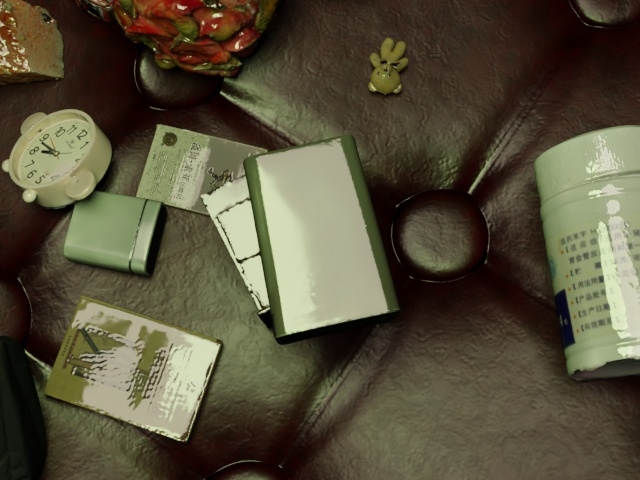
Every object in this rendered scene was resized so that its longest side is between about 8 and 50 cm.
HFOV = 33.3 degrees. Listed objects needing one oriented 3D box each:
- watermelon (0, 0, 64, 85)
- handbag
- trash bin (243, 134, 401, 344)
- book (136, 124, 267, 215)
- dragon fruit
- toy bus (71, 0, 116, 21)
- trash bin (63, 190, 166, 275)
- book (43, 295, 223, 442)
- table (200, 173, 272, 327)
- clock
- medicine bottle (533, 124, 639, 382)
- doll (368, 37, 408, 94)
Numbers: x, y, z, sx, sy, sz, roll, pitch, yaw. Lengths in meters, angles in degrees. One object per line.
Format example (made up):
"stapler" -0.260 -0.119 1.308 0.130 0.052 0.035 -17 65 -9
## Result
"watermelon" -0.535 -0.323 1.709 0.257 0.140 0.192 9 83 -2
"handbag" -0.545 0.213 1.496 0.302 0.178 0.275 1 110 5
"trash bin" 0.000 0.000 1.399 0.164 0.122 0.240 -11 80 -1
"book" -0.186 -0.104 1.667 0.182 0.014 0.127 14 78 7
"dragon fruit" -0.201 -0.380 1.621 0.296 0.262 0.314 30 38 35
"toy bus" -0.310 -0.464 1.747 0.096 0.073 0.235 35 79 5
"trash bin" -0.311 -0.013 1.628 0.130 0.059 0.116 10 74 7
"book" -0.278 0.191 1.588 0.231 0.026 0.161 17 76 7
"table" -0.051 -0.003 1.544 0.169 0.172 0.193 -26 79 -3
"clock" -0.398 -0.123 1.639 0.156 0.063 0.229 -41 49 -6
"medicine bottle" 0.416 0.019 1.507 0.190 0.190 0.332 -6 74 2
"doll" 0.106 -0.275 1.692 0.062 0.051 0.093 11 47 7
